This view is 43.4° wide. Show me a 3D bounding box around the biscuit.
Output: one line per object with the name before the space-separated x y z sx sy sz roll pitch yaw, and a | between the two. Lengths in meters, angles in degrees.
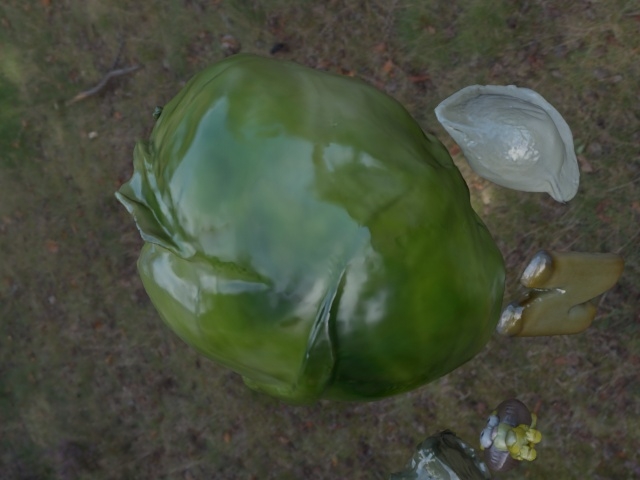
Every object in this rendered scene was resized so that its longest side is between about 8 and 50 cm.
biscuit | 0.555 0.128 1.848 0.062 0.290 0.237 54 131 45

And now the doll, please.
doll | 0.372 0.373 1.568 0.096 0.145 0.188 16 149 -5

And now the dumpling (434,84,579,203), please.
dumpling | 0.271 -0.154 1.136 0.215 0.166 0.126 14 145 13

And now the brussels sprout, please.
brussels sprout | 0.001 0.014 0.855 0.342 0.425 0.361 -49 33 8

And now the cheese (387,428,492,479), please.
cheese | 0.108 0.314 0.903 0.091 0.175 0.202 41 91 27
